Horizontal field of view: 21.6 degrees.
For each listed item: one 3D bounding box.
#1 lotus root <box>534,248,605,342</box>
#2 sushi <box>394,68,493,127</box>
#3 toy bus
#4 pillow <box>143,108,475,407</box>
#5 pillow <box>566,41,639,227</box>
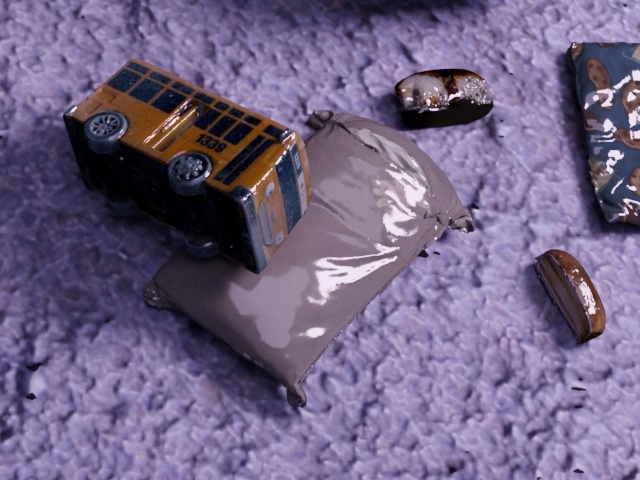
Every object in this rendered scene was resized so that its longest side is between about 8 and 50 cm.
[{"bbox_3d":[0.207,0.040,1.360,0.030,0.037,0.083,-18,67,-27],"label":"lotus root"},{"bbox_3d":[0.103,-0.126,1.420,0.083,0.044,0.046,-7,65,-20],"label":"sushi"},{"bbox_3d":[-0.094,-0.059,1.272,0.182,0.091,0.103,26,56,29],"label":"toy bus"},{"bbox_3d":[0.000,0.000,1.317,0.169,0.059,0.255,39,61,8],"label":"pillow"},{"bbox_3d":[0.347,-0.094,1.471,0.255,0.034,0.189,0,62,-14],"label":"pillow"}]
